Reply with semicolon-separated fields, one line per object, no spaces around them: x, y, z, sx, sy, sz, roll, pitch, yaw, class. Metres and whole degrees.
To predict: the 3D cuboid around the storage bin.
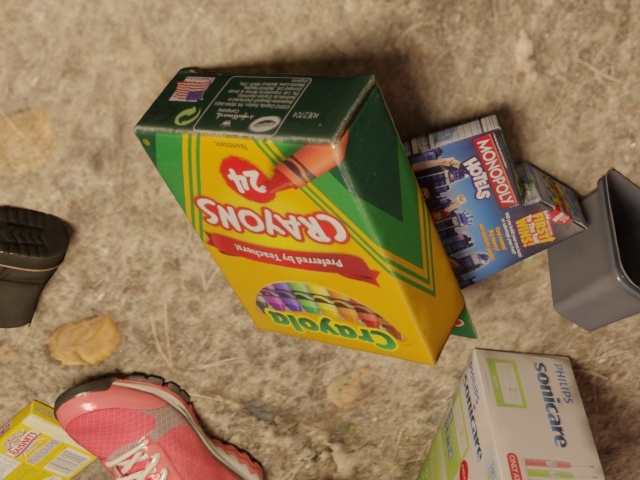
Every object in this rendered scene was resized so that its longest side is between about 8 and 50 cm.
0.271;0.019;0.987;0.098;0.135;0.091;29;136;-29;storage bin

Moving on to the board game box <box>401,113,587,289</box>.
0.137;-0.035;0.964;0.194;0.060;0.194;-17;132;10;board game box

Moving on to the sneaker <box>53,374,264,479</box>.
-0.166;0.264;1.166;0.116;0.136;0.314;-31;128;21;sneaker

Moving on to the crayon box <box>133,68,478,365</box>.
0.000;0.000;0.908;0.202;0.081;0.318;7;142;34;crayon box

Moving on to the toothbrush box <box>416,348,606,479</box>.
0.203;0.293;1.180;0.122;0.206;0.283;7;133;-11;toothbrush box

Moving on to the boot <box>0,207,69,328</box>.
-0.349;0.027;0.974;0.198;0.076;0.137;15;135;-17;boot

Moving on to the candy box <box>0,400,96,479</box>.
-0.352;0.266;1.225;0.105;0.027;0.206;35;121;-29;candy box
